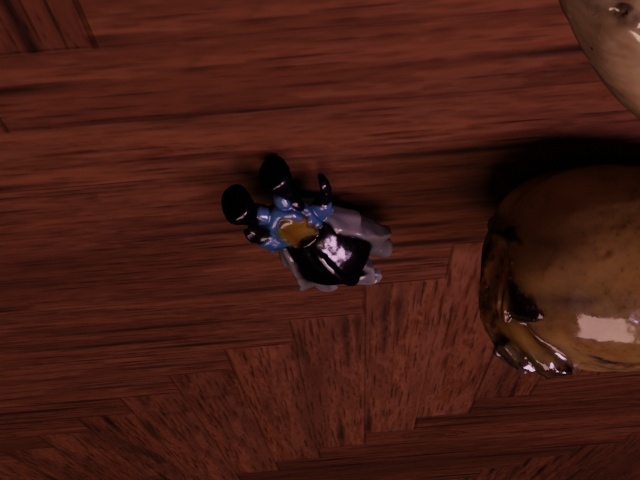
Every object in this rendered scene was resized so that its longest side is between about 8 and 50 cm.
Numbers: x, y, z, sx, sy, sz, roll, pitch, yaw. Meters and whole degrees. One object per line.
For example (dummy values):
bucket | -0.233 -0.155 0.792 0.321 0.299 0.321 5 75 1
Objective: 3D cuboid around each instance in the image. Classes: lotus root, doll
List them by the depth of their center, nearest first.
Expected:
lotus root | 0.272 0.025 0.727 0.310 0.182 0.183 2 154 -18
doll | 0.000 0.000 0.741 0.096 0.070 0.195 -33 142 17

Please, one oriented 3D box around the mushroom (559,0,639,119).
mushroom | 0.216 -0.112 0.346 0.260 0.234 0.254 0 151 -9
